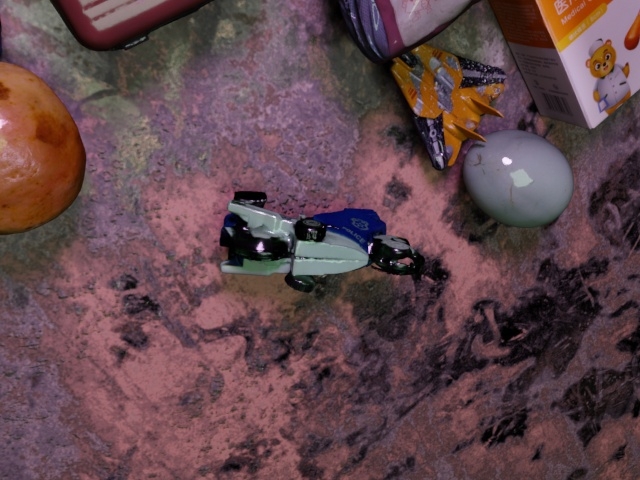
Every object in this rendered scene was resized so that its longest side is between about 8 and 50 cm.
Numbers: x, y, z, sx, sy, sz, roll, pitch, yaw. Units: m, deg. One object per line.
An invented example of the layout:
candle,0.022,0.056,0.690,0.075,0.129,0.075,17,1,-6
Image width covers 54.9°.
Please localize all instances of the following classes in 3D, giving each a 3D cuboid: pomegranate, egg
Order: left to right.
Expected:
pomegranate,-0.410,-0.109,0.765,0.215,0.215,0.216,-9,114,-20
egg,0.357,-0.112,1.115,0.230,0.168,0.168,22,101,-32

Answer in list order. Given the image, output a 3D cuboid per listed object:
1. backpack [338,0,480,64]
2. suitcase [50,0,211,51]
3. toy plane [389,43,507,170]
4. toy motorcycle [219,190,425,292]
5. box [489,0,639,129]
backpack,0.123,-0.435,0.829,0.283,0.197,0.317,-29,103,-5
suitcase,-0.217,-0.393,0.760,0.297,0.161,0.236,-30,120,-8
toy plane,0.161,-0.271,1.014,0.316,0.103,0.204,32,94,-23
toy motorcycle,0.000,0.000,1.015,0.330,0.196,0.125,5,109,-12
box,0.440,-0.396,1.049,0.225,0.143,0.341,-40,122,-3
